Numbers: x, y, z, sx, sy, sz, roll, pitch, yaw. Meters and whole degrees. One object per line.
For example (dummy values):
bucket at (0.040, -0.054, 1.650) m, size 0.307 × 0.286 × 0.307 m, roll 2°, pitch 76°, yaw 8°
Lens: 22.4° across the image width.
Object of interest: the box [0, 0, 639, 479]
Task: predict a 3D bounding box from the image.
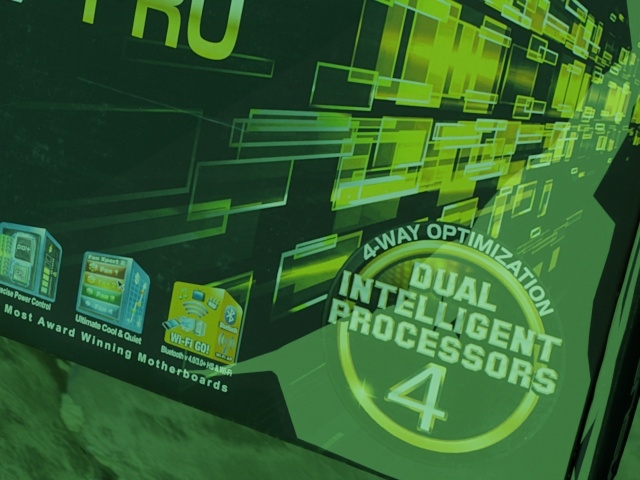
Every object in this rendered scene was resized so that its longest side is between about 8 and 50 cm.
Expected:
box at (-0.029, -0.088, 0.690) m, size 0.395 × 0.097 × 0.318 m, roll 19°, pitch 107°, yaw 20°
